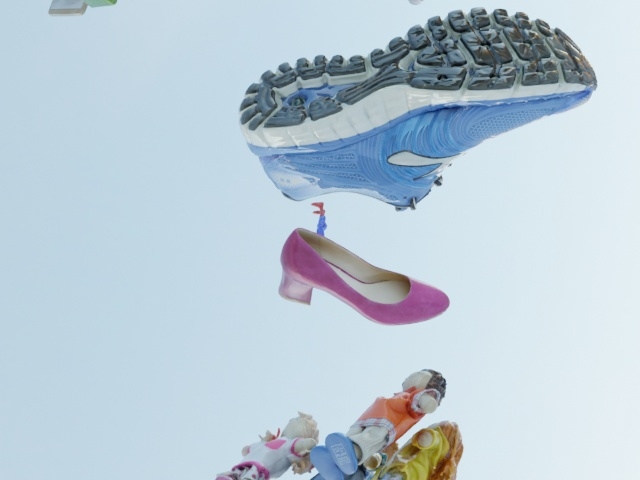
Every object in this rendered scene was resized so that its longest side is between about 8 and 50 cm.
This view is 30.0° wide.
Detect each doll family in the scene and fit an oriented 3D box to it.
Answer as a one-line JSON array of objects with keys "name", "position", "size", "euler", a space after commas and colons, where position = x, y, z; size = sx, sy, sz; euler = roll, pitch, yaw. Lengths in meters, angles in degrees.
[{"name": "doll family", "position": [0.028, 0.199, 1.013], "size": [0.163, 0.263, 0.118], "euler": [-28, -90, -44]}]

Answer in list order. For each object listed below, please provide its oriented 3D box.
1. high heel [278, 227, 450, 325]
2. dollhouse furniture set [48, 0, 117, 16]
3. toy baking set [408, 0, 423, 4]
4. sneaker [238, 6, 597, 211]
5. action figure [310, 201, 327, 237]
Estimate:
[{"name": "high heel", "position": [0.065, 0.043, 1.618], "size": [0.082, 0.244, 0.117], "euler": [-80, 3, -47]}, {"name": "dollhouse furniture set", "position": [-0.157, -0.146, 0.595], "size": [0.076, 0.152, 0.058], "euler": [39, -117, -53]}, {"name": "toy baking set", "position": [0.063, -0.261, 0.836], "size": [0.030, 0.256, 0.196], "euler": [19, -90, -40]}, {"name": "sneaker", "position": [0.096, -0.116, 1.134], "size": [0.147, 0.330, 0.129], "euler": [72, -170, -45]}, {"name": "action figure", "position": [0.000, 0.000, 1.760], "size": [0.038, 0.030, 0.115], "euler": [88, 174, -58]}]
